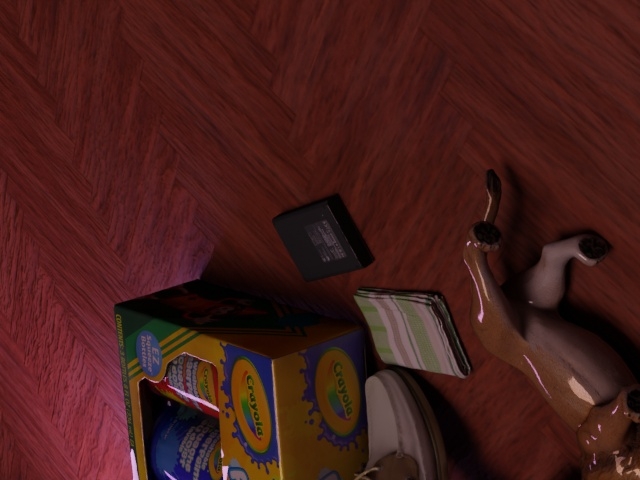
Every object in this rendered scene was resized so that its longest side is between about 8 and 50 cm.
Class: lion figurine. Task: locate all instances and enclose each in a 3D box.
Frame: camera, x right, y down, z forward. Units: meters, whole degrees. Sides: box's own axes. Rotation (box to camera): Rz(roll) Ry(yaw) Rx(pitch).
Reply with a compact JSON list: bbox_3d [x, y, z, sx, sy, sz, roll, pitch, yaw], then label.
[{"bbox_3d":[0.254,0.133,1.334,0.392,0.142,0.240,59,159,22],"label":"lion figurine"}]

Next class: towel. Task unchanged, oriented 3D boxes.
[{"bbox_3d":[0.107,0.112,1.582,0.152,0.023,0.113,2,120,52],"label":"towel"}]

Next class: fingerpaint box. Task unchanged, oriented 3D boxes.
[{"bbox_3d":[-0.103,0.311,1.799,0.371,0.163,0.445,13,113,48],"label":"fingerpaint box"}]

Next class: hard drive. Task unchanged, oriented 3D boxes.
[{"bbox_3d":[0.000,0.000,1.621,0.135,0.022,0.094,-16,106,56],"label":"hard drive"}]

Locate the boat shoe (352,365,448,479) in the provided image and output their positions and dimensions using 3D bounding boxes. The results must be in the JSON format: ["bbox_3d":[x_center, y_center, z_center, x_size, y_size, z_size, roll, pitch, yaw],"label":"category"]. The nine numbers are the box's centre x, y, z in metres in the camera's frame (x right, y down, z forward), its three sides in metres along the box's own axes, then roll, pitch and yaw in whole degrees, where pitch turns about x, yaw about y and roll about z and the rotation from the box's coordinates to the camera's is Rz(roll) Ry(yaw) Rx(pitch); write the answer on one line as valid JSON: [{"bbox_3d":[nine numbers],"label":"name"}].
[{"bbox_3d":[0.093,0.302,1.602,0.113,0.103,0.302,129,130,-62],"label":"boat shoe"}]
